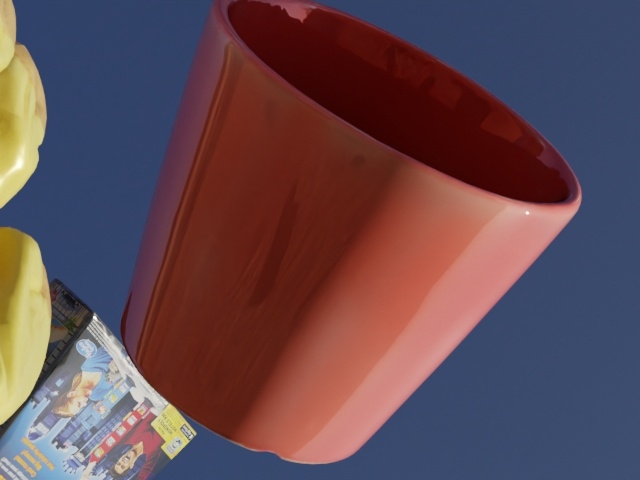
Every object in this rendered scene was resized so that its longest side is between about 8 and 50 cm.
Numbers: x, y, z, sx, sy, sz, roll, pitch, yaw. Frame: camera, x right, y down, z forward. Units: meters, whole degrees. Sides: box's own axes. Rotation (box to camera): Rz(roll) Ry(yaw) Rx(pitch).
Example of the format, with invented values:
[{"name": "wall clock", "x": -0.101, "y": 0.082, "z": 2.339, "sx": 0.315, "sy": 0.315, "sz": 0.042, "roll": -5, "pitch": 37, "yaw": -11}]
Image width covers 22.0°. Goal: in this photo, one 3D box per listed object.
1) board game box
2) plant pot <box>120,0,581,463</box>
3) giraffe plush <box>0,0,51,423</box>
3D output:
[{"name": "board game box", "x": -0.217, "y": 0.159, "z": 1.281, "sx": 0.194, "sy": 0.194, "sz": 0.060, "roll": -44, "pitch": -130, "yaw": -11}, {"name": "plant pot", "x": 0.000, "y": 0.000, "z": 1.121, "sx": 0.275, "sy": 0.275, "sz": 0.243, "roll": 33, "pitch": -70, "yaw": 10}, {"name": "giraffe plush", "x": -0.180, "y": 0.012, "z": 0.489, "sx": 0.170, "sy": 0.181, "sz": 0.210, "roll": -1, "pitch": -111, "yaw": 1}]
